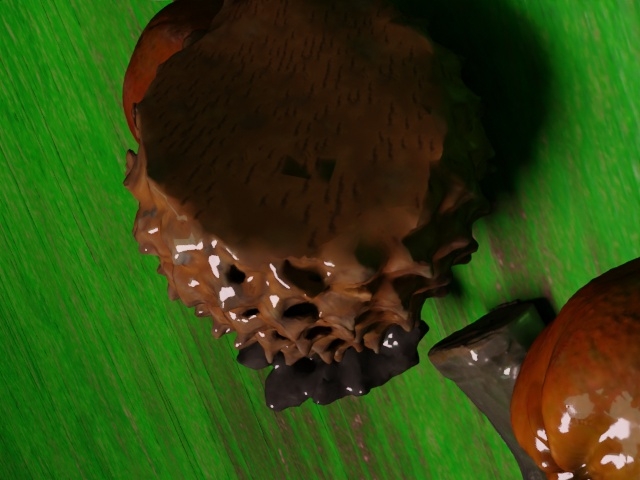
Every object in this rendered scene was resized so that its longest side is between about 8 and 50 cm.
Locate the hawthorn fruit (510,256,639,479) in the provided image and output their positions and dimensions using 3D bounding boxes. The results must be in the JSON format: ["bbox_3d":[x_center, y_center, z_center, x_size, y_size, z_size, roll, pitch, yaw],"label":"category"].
[{"bbox_3d":[0.195,0.084,1.002,0.189,0.189,0.189,40,149,30],"label":"hawthorn fruit"}]

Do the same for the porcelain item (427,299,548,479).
[{"bbox_3d":[0.156,0.146,1.248,0.216,0.069,0.081,60,149,-5],"label":"porcelain item"}]

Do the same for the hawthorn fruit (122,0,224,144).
[{"bbox_3d":[-0.071,-0.108,1.310,0.125,0.140,0.125,7,132,8],"label":"hawthorn fruit"}]

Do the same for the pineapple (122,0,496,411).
[{"bbox_3d":[0.002,0.001,1.219,0.223,0.223,0.357,46,167,20],"label":"pineapple"}]
